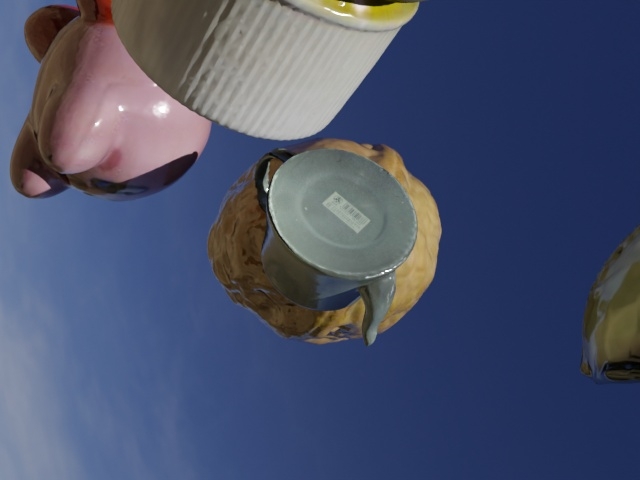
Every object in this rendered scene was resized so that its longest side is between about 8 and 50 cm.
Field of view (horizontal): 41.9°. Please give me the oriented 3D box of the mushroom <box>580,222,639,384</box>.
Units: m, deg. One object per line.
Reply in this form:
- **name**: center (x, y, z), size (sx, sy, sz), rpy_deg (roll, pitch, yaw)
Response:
- **mushroom**: center (0.298, 0.032, 0.388), size (0.247, 0.344, 0.130), rpy_deg (123, -23, -83)

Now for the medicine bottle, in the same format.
- **medicine bottle**: center (0.026, -0.257, 0.508), size (0.384, 0.224, 0.224), rpy_deg (-50, -125, 38)

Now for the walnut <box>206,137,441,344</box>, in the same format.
- **walnut**: center (0.009, 0.000, 1.172), size (0.344, 0.306, 0.306), rpy_deg (-40, -115, 57)

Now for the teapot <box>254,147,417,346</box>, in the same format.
- **teapot**: center (0.000, 0.000, 0.915), size (0.239, 0.162, 0.149), rpy_deg (52, -32, 19)

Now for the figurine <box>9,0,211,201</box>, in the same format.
- **figurine**: center (-0.232, -0.171, 0.992), size (0.270, 0.211, 0.261), rpy_deg (-21, -118, 54)
